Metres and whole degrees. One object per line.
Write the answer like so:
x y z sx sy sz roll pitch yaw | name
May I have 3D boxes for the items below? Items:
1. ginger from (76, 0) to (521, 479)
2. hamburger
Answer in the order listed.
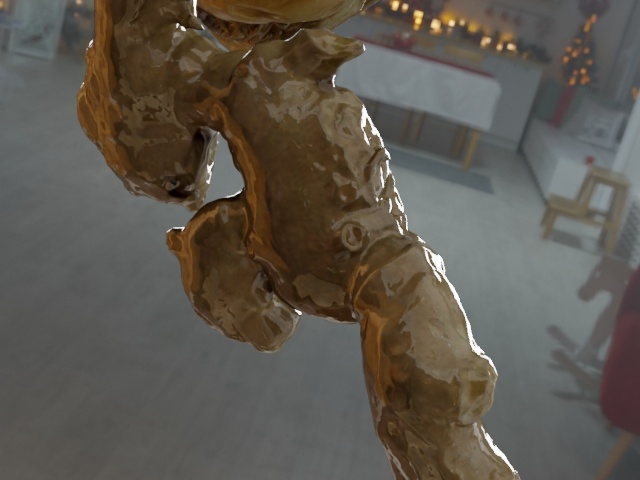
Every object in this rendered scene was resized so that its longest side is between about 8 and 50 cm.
-0.010 0.002 0.398 0.065 0.258 0.149 -32 4 -37 | ginger
-0.030 -0.256 0.876 0.214 0.214 0.108 22 -15 21 | hamburger
